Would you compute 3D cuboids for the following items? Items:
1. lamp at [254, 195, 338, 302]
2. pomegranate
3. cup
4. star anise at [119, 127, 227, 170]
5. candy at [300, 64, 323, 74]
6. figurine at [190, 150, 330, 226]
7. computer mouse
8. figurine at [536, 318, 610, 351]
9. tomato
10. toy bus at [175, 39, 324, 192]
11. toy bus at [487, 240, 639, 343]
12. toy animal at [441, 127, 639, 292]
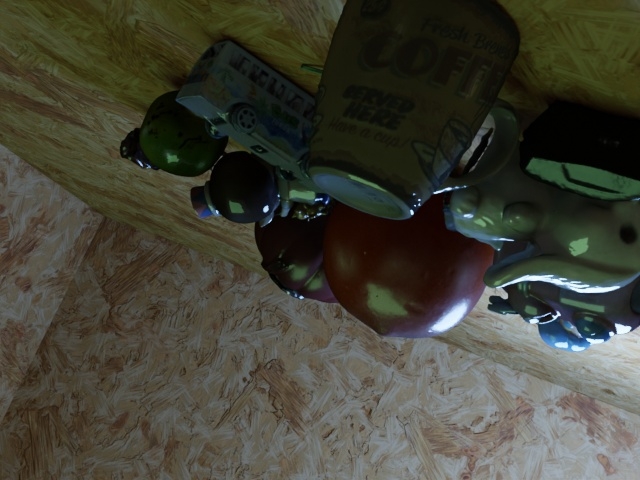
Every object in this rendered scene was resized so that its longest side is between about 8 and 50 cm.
[{"bbox_3d":[0.000,0.000,2.079,0.303,0.257,0.303,33,-158,-15],"label":"lamp"},{"bbox_3d":[-0.258,-0.227,1.881,0.180,0.180,0.210,26,132,-7],"label":"pomegranate"},{"bbox_3d":[0.122,-0.149,1.202,0.301,0.257,0.227,29,170,-32],"label":"cup"},{"bbox_3d":[-0.336,-0.216,2.177,0.220,0.126,0.190,-2,-174,-35],"label":"star anise"},{"bbox_3d":[0.037,-0.246,1.470,0.202,0.061,0.061,25,172,42],"label":"candy"},{"bbox_3d":[-0.117,-0.110,1.885,0.275,0.161,0.158,-6,-158,-8],"label":"figurine"},{"bbox_3d":[0.363,-0.108,1.239,0.217,0.122,0.073,19,149,23],"label":"computer mouse"},{"bbox_3d":[0.546,0.142,1.980,0.162,0.143,0.263,19,153,-12],"label":"figurine"},{"bbox_3d":[0.161,0.029,1.766,0.321,0.322,0.321,23,169,5],"label":"tomato"},{"bbox_3d":[-0.078,-0.202,1.650,0.329,0.136,0.109,32,164,-30],"label":"toy bus"},{"bbox_3d":[0.408,0.036,1.503,0.294,0.232,0.197,17,167,33],"label":"toy bus"},{"bbox_3d":[0.311,-0.027,1.340,0.289,0.249,0.174,41,155,31],"label":"toy animal"}]
